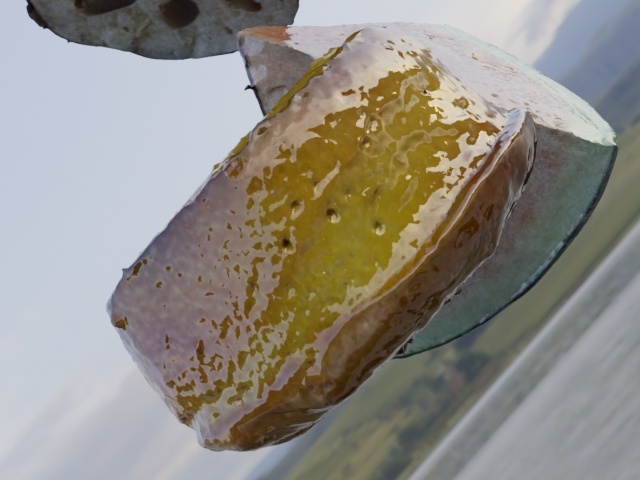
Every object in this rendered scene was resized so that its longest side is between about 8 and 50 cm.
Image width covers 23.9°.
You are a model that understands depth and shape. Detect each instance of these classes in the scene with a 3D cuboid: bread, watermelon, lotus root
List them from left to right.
[{"bbox_3d":[-0.127,-0.289,1.293,0.272,0.272,0.192,-55,23,39],"label":"lotus root"},{"bbox_3d":[0.004,-0.004,0.988,0.312,0.172,0.312,-45,4,4],"label":"bread"},{"bbox_3d":[0.095,-0.102,1.237,0.250,0.283,0.293,-22,-40,9],"label":"watermelon"}]
